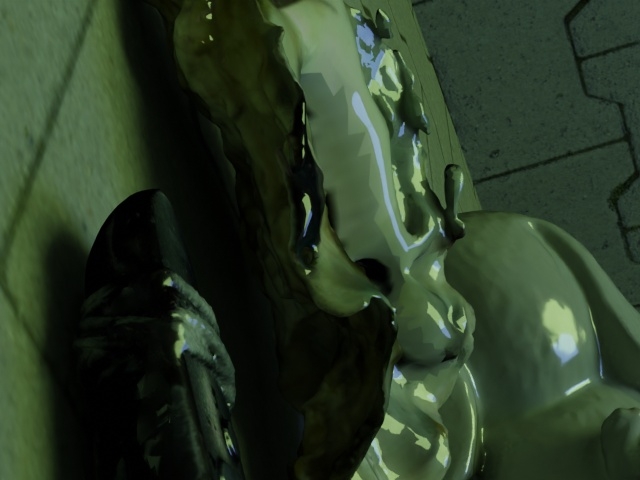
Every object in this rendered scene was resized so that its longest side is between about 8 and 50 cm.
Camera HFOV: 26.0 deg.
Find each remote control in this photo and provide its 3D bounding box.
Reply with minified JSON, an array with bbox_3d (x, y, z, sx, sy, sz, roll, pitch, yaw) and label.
[{"bbox_3d":[-0.050,0.104,0.462,0.090,0.066,0.265,82,-6,-61],"label":"remote control"}]

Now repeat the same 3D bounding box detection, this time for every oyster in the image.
[{"bbox_3d":[-0.002,0.001,0.712,0.351,0.115,0.238,66,21,-12],"label":"oyster"}]

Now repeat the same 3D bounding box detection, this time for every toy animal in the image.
[{"bbox_3d":[0.148,0.096,1.029,0.206,0.272,0.265,106,-38,-61],"label":"toy animal"}]
